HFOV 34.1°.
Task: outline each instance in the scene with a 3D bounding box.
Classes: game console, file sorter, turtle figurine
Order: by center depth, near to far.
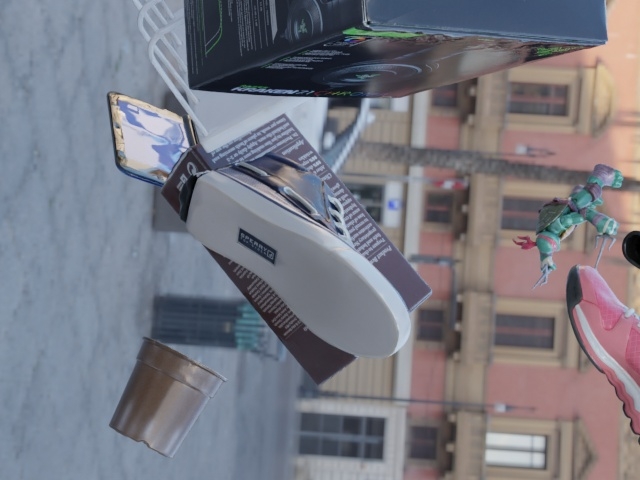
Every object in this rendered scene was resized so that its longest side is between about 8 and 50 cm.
[{"bbox_3d":[-0.114,-0.284,1.229,0.173,0.193,0.277,55,11,-46],"label":"file sorter"},{"bbox_3d":[0.430,-0.027,1.789,0.234,0.118,0.175,-50,-166,-33],"label":"turtle figurine"},{"bbox_3d":[-0.219,-0.205,1.839,0.173,0.250,0.293,53,10,-38],"label":"game console"}]

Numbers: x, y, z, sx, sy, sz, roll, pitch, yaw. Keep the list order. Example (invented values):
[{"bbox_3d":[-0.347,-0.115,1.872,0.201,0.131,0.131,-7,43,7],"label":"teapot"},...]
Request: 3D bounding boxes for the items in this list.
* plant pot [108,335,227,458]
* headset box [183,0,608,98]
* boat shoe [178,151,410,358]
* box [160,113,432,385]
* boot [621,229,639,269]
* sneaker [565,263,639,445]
[{"bbox_3d":[-0.273,0.275,1.800,0.165,0.167,0.167,-62,173,-12],"label":"plant pot"},{"bbox_3d":[0.059,-0.205,0.853,0.283,0.246,0.131,-5,-92,55],"label":"headset box"},{"bbox_3d":[0.000,0.000,1.265,0.158,0.340,0.127,-30,148,-45],"label":"boat shoe"},{"bbox_3d":[-0.036,0.001,1.549,0.191,0.381,0.143,-35,173,-39],"label":"box"},{"bbox_3d":[0.480,0.047,1.221,0.161,0.246,0.083,-27,140,-55],"label":"boot"},{"bbox_3d":[0.443,0.154,1.379,0.314,0.136,0.116,60,23,9],"label":"sneaker"}]
